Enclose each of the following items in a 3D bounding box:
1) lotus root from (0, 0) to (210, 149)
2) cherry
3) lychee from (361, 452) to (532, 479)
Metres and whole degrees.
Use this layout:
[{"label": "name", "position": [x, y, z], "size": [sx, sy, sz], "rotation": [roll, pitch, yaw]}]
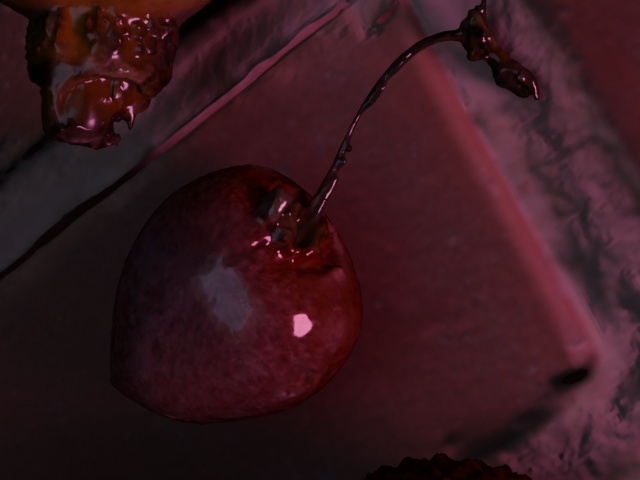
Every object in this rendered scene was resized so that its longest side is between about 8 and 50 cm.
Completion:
[{"label": "lotus root", "position": [-0.098, -0.208, 0.843], "size": [0.169, 0.151, 0.343], "rotation": [-7, 86, 20]}, {"label": "cherry", "position": [0.000, 0.000, 0.815], "size": [0.225, 0.090, 0.107], "rotation": [-36, 58, 17]}, {"label": "lychee", "position": [0.042, 0.145, 0.758], "size": [0.129, 0.123, 0.123], "rotation": [-17, 80, 30]}]
